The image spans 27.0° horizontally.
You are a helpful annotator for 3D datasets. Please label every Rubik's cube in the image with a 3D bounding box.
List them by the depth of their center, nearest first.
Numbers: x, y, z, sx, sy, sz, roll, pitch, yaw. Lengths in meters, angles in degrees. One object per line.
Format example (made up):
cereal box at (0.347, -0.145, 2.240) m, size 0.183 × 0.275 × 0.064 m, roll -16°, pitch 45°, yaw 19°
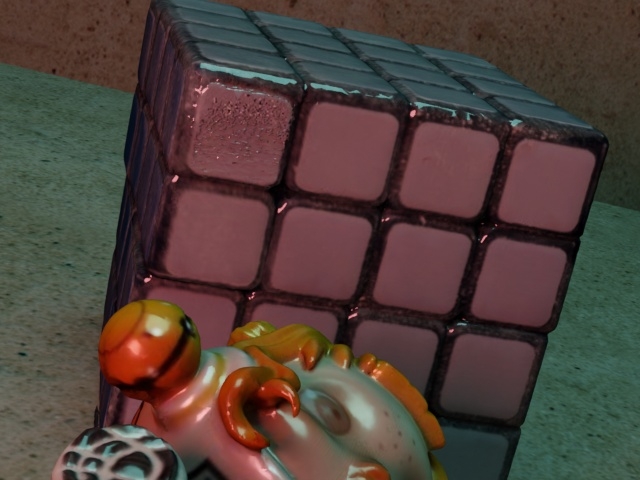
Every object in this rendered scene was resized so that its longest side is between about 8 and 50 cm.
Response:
Rubik's cube at (0.000, 0.000, 1.153) m, size 0.343 × 0.337 × 0.344 m, roll 9°, pitch 18°, yaw -14°

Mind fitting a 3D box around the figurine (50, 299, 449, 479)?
figurine at (-0.035, 0.174, 0.787) m, size 0.320 × 0.196 × 0.323 m, roll 56°, pitch 26°, yaw -7°
